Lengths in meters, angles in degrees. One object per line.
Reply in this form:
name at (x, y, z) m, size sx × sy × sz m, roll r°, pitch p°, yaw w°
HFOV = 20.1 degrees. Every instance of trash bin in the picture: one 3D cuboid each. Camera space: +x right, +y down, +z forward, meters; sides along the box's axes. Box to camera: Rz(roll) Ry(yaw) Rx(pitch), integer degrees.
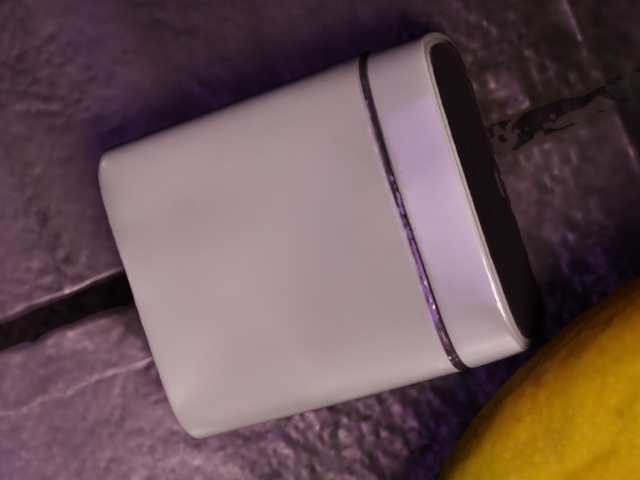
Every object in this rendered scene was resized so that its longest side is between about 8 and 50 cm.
trash bin at (0.000, 0.000, 0.644) m, size 0.130 × 0.059 × 0.116 m, roll -17°, pitch 90°, yaw 20°

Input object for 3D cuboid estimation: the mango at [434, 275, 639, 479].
mango at (0.162, 0.079, 0.581) m, size 0.317 × 0.119 × 0.176 m, roll -20°, pitch 94°, yaw 28°
